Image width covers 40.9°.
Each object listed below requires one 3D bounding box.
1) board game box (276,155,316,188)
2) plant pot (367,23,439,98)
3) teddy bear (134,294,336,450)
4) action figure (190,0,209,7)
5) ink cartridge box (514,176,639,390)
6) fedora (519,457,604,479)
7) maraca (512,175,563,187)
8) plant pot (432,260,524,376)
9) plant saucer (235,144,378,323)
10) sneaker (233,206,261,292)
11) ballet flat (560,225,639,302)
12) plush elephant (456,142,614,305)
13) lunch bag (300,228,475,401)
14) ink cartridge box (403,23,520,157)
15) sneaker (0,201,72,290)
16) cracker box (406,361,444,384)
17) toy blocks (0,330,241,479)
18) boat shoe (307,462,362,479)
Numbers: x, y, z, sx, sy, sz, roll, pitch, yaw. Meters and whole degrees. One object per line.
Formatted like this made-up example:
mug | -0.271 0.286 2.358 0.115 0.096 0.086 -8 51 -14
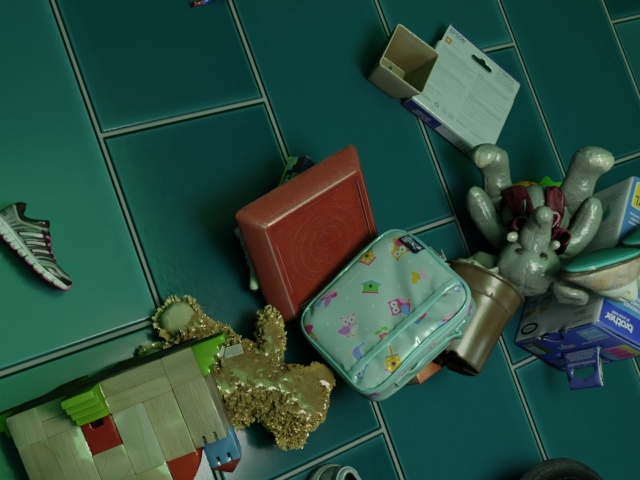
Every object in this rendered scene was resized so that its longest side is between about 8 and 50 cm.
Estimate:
board game box | -0.015 -0.051 1.577 0.170 0.048 0.141 39 62 -43
plant pot | 0.158 -0.352 1.747 0.109 0.096 0.109 33 66 -17
teddy bear | -0.148 0.225 1.462 0.338 0.113 0.245 10 66 -17
action figure | -0.197 -0.472 1.635 0.115 0.030 0.038 -24 84 -31
ink cartridge box | 0.555 0.102 1.743 0.151 0.270 0.395 29 67 -12
fedora | 0.430 0.584 1.631 0.334 0.152 0.334 7 75 -26
maraca | 0.451 -0.076 1.822 0.185 0.099 0.127 -20 65 -17
plant pot | 0.265 0.149 1.577 0.167 0.167 0.165 34 71 -16
plant saucer | 0.000 0.000 1.517 0.259 0.048 0.258 -32 127 -21
sneaker | -0.124 0.013 1.548 0.075 0.057 0.161 13 73 -7
ballet flat | 0.558 0.050 1.543 0.316 0.107 0.106 -21 102 -31
plush elephant | 0.403 -0.008 1.640 0.272 0.255 0.330 9 116 6
lunch bag | 0.123 0.128 1.491 0.279 0.108 0.224 -43 59 -3
ink cartridge box | 0.307 -0.315 1.844 0.223 0.045 0.224 36 64 -16
sneaker | -0.449 0.005 1.370 0.170 0.063 0.075 46 68 -5
cracker box | 0.176 0.140 1.656 0.156 0.067 0.232 -30 92 -30
toy blocks | -0.275 0.322 1.287 0.381 0.191 0.261 -21 94 -2
boat shoe | 0.069 0.544 1.484 0.118 0.103 0.320 -13 84 -29
